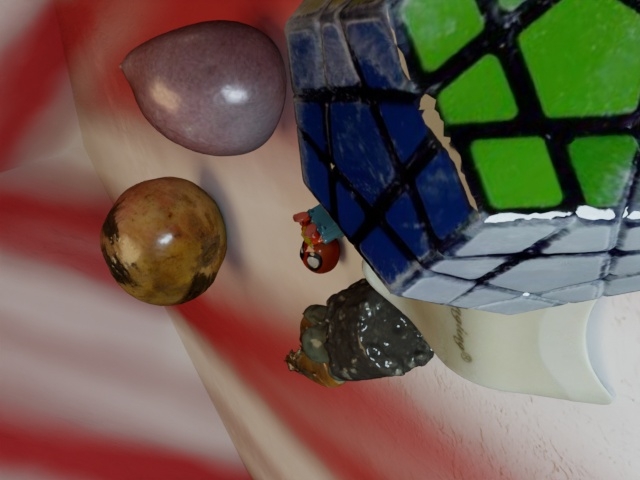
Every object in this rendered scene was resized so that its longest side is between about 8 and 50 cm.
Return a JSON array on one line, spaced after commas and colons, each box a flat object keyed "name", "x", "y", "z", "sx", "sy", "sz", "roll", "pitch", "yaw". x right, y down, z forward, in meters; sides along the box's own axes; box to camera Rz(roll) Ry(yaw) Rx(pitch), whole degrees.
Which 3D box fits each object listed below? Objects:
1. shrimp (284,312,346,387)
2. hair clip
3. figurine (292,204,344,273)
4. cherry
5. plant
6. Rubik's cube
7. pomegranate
[{"name": "shrimp", "x": -0.021, "y": 0.214, "z": 1.360, "sx": 0.287, "sy": 0.063, "sz": 0.152, "roll": -13, "pitch": 97, "yaw": 64}, {"name": "hair clip", "x": 0.167, "y": 0.061, "z": 0.731, "sx": 0.282, "sy": 0.113, "sz": 0.172, "roll": 36, "pitch": 142, "yaw": 50}, {"name": "figurine", "x": 0.000, "y": 0.000, "z": 1.102, "sx": 0.068, "sy": 0.075, "sz": 0.140, "roll": 51, "pitch": 163, "yaw": 31}, {"name": "cherry", "x": -0.175, "y": -0.229, "z": 1.067, "sx": 0.239, "sy": 0.239, "sz": 0.206, "roll": -20, "pitch": 91, "yaw": 68}, {"name": "plant", "x": 0.057, "y": 0.133, "z": 1.010, "sx": 0.274, "sy": 0.149, "sz": 0.146, "roll": 147, "pitch": 115, "yaw": -65}, {"name": "Rubik's cube", "x": 0.133, "y": -0.100, "z": 0.456, "sx": 0.319, "sy": 0.264, "sz": 0.319, "roll": 48, "pitch": 150, "yaw": 39}, {"name": "pomegranate", "x": -0.373, "y": 0.003, "z": 1.641, "sx": 0.322, "sy": 0.322, "sz": 0.322, "roll": 48, "pitch": 151, "yaw": 38}]
